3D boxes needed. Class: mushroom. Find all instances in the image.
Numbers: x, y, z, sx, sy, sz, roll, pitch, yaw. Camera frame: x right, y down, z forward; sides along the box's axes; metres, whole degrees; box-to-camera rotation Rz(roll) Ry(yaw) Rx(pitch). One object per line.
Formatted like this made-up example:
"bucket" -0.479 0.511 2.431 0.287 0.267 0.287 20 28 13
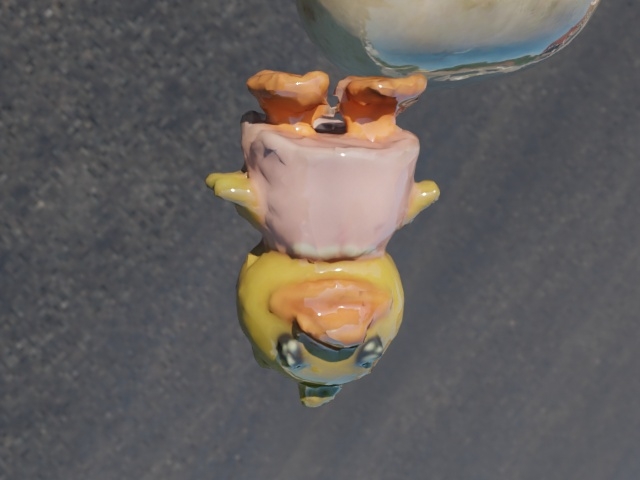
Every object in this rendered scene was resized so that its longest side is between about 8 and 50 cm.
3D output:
"mushroom" 0.144 -0.327 1.620 0.362 0.294 0.362 -9 172 -1

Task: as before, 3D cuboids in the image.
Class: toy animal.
"toy animal" -0.001 0.002 1.182 0.169 0.195 0.281 -169 -101 -81
